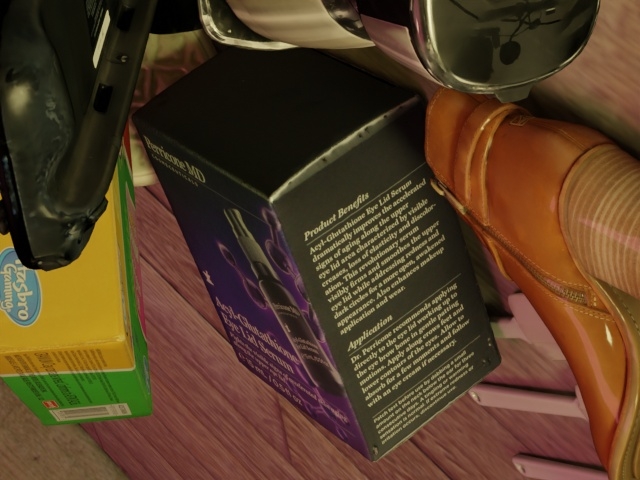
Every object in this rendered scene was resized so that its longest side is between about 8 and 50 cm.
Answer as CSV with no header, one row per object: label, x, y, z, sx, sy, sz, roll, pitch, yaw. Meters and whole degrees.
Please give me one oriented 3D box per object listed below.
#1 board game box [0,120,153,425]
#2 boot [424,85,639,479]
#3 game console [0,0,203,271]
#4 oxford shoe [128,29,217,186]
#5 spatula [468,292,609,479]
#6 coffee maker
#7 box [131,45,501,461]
board game box,-0.136,-0.078,0.838,0.242,0.064,0.316,103,161,-77
boot,0.118,0.019,0.799,0.152,0.073,0.197,34,143,39
game console,-0.092,-0.147,0.671,0.361,0.044,0.213,-85,-16,-49
oxford shoe,-0.225,-0.215,1.053,0.449,0.169,0.130,50,180,1
spatula,0.139,0.103,0.989,0.168,0.019,0.242,54,162,-10
coffee maker,0.017,-0.148,0.641,0.178,0.120,0.171,19,143,57
box,0.000,0.000,0.963,0.153,0.108,0.207,31,150,49
